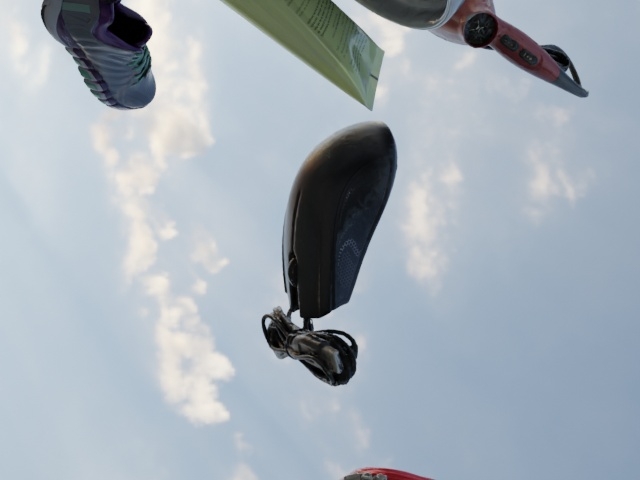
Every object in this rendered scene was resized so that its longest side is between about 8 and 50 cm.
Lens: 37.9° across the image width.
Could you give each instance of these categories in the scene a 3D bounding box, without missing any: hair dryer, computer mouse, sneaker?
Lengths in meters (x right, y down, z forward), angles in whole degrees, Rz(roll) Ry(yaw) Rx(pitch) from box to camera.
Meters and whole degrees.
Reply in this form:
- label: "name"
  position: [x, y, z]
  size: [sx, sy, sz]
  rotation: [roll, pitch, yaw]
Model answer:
- label: "hair dryer"
  position: [0.190, -0.237, 1.000]
  size: [0.224, 0.293, 0.080]
  rotation: [34, -68, 16]
- label: "computer mouse"
  position: [0.000, 0.000, 0.952]
  size: [0.188, 0.072, 0.272]
  rotation: [17, -90, 63]
- label: "sneaker"
  position: [-0.222, -0.209, 1.059]
  size: [0.098, 0.223, 0.083]
  rotation: [10, -106, 20]

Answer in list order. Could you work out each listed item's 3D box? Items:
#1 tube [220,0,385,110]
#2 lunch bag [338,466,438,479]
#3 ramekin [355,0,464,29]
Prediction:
- label: "tube"
  position: [-0.045, -0.193, 0.716]
  size: [0.070, 0.240, 0.062]
  rotation: [-59, -161, -9]
- label: "lunch bag"
  position: [0.152, 0.345, 1.056]
  size: [0.258, 0.293, 0.120]
  rotation: [111, -7, -66]
- label: "ramekin"
  position: [0.052, -0.271, 0.699]
  size: [0.109, 0.207, 0.207]
  rotation: [-49, -133, -9]
